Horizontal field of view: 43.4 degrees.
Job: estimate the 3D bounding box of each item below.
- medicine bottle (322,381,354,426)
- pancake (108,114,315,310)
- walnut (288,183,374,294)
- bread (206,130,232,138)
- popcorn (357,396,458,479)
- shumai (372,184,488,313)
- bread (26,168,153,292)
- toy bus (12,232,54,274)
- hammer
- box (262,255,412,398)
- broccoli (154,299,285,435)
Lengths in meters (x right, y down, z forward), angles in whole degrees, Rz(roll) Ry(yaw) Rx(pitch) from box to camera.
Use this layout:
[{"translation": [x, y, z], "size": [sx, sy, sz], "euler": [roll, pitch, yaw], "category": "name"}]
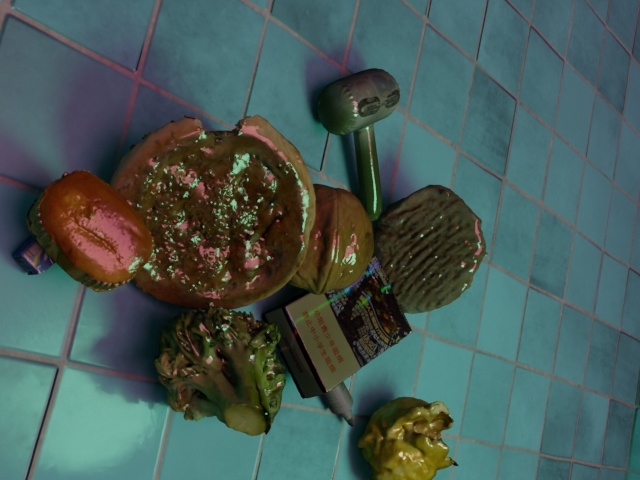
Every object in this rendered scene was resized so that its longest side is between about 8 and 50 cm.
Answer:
[{"translation": [0.035, 0.341, 1.777], "size": [0.057, 0.057, 0.199], "euler": [-47, 124, -35], "category": "medicine bottle"}, {"translation": [-0.186, -0.045, 1.379], "size": [0.382, 0.071, 0.382], "euler": [-8, 119, -15], "category": "pancake"}, {"translation": [0.000, 0.000, 1.618], "size": [0.228, 0.228, 0.228], "euler": [-3, 94, -48], "category": "walnut"}, {"translation": [-0.185, -0.104, 1.481], "size": [0.199, 0.104, 0.199], "euler": [-5, 97, -46], "category": "bread"}, {"translation": [0.196, 0.466, 1.870], "size": [0.253, 0.190, 0.191], "euler": [-36, 111, 4], "category": "popcorn"}, {"translation": [0.260, 0.022, 1.954], "size": [0.314, 0.267, 0.262], "euler": [-60, 170, 10], "category": "shumai"}, {"translation": [-0.348, -0.013, 1.229], "size": [0.190, 0.114, 0.132], "euler": [45, 61, -15], "category": "bread"}, {"translation": [-0.415, -0.011, 1.273], "size": [0.061, 0.051, 0.153], "euler": [53, 55, -28], "category": "toy bus"}, {"translation": [0.097, -0.204, 1.793], "size": [0.206, 0.119, 0.335], "euler": [-27, 118, -43], "category": "hammer"}, {"translation": [0.043, 0.177, 1.713], "size": [0.310, 0.084, 0.198], "euler": [-26, 90, -44], "category": "box"}, {"translation": [-0.165, 0.255, 1.409], "size": [0.288, 0.245, 0.248], "euler": [24, 112, -25], "category": "broccoli"}]
